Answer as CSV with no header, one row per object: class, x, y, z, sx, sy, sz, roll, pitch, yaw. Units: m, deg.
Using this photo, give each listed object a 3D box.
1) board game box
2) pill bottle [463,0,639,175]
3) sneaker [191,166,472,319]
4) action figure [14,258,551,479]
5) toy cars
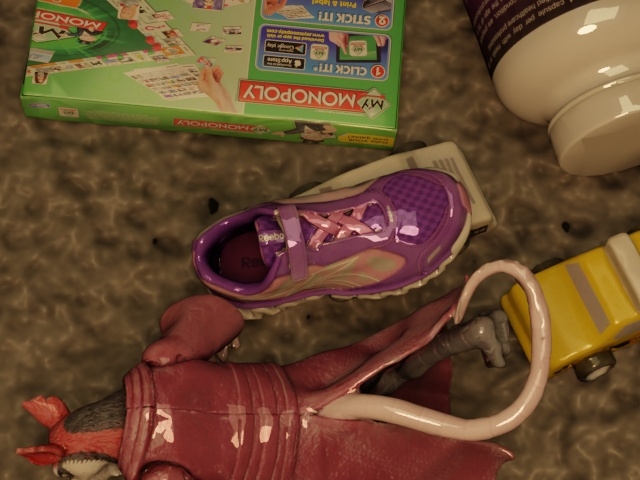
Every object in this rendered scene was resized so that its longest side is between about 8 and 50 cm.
board game box,-0.085,-0.195,1.721,0.317,0.046,0.214,6,69,0
pill bottle,0.206,-0.224,1.672,0.181,0.181,0.323,-14,70,-8
sneaker,0.000,0.000,1.558,0.236,0.104,0.095,-16,73,19
action figure,-0.038,0.152,1.477,0.370,0.276,0.248,1,74,-17
toy cars,0.148,0.006,1.627,0.393,0.087,0.176,17,68,4
